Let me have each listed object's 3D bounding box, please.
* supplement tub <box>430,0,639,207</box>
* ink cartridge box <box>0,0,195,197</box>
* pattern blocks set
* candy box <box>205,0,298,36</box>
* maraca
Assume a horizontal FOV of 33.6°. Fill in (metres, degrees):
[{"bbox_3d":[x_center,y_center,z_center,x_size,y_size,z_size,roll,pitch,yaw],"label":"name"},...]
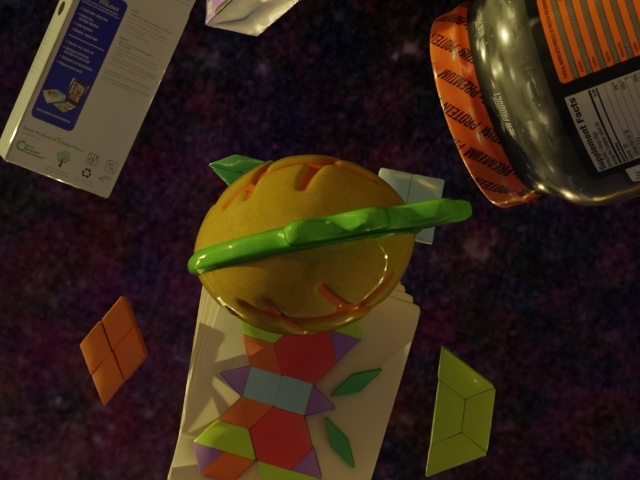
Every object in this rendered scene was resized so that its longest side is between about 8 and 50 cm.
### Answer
[{"bbox_3d":[0.265,-0.150,0.771,0.338,0.207,0.207,-18,135,25],"label":"supplement tub"},{"bbox_3d":[-0.308,-0.240,1.478,0.165,0.332,0.065,23,-174,-34],"label":"ink cartridge box"},{"bbox_3d":[-0.024,0.103,0.726,0.285,0.325,0.026,1,179,3],"label":"pattern blocks set"},{"bbox_3d":[-0.062,-0.348,1.156,0.070,0.196,0.165,8,163,-28],"label":"candy box"},{"bbox_3d":[0.000,0.000,0.574,0.127,0.099,0.186,-12,178,-30],"label":"maraca"}]
